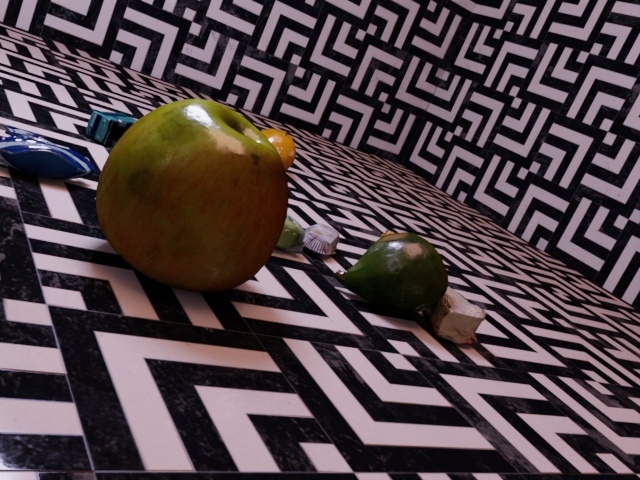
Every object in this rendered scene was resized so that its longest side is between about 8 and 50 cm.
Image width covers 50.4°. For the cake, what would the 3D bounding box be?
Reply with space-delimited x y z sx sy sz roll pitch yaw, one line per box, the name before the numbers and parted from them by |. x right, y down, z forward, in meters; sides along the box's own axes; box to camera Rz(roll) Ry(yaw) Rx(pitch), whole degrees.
cake | 0.307 0.163 1.584 0.117 0.086 0.220 21 15 -10

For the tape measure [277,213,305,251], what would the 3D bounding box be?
tape measure | -0.118 -0.038 1.623 0.177 0.087 0.154 35 6 33

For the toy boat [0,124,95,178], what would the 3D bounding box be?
toy boat | -0.626 -0.198 1.444 0.292 0.070 0.210 27 9 27

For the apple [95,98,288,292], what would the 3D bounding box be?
apple | -0.214 -0.081 1.197 0.340 0.339 0.339 23 14 -6

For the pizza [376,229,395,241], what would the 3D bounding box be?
pizza | 0.230 0.012 2.060 0.161 0.062 0.182 11 21 -38

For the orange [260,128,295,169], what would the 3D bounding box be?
orange | -0.174 -0.325 2.455 0.178 0.155 0.177 12 8 -2

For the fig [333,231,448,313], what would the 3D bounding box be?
fig | 0.157 0.083 1.524 0.245 0.195 0.195 -16 21 -4

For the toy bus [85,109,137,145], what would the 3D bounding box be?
toy bus | -0.579 -0.314 1.899 0.092 0.079 0.160 27 14 9

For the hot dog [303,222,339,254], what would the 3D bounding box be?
hot dog | 0.000 0.000 1.755 0.099 0.053 0.192 23 17 2
